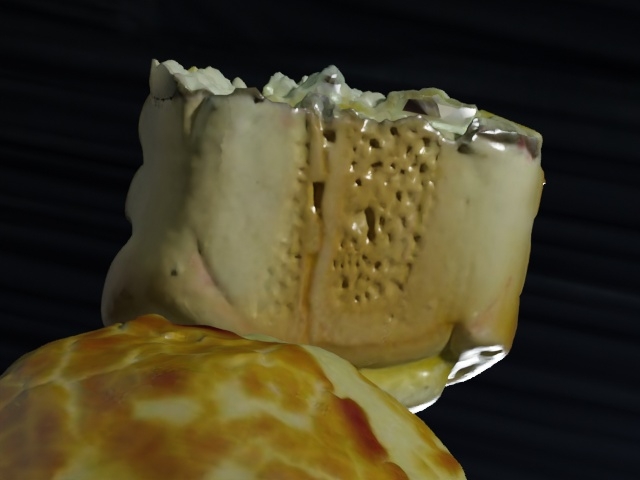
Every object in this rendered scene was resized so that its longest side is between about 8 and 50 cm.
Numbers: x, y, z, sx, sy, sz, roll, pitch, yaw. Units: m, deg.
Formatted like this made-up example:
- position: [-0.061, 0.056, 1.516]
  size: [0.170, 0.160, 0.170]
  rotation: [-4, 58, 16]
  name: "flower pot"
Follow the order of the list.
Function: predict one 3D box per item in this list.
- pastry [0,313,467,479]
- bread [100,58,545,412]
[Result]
- position: [-0.086, 0.219, 1.042]
  size: [0.313, 0.388, 0.389]
  rotation: [92, 21, -54]
  name: "pastry"
- position: [0.000, 0.000, 1.294]
  size: [0.211, 0.315, 0.270]
  rotation: [-121, -142, -74]
  name: "bread"
